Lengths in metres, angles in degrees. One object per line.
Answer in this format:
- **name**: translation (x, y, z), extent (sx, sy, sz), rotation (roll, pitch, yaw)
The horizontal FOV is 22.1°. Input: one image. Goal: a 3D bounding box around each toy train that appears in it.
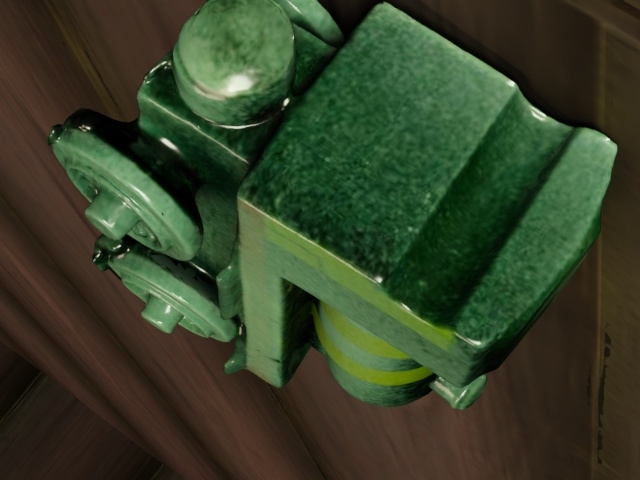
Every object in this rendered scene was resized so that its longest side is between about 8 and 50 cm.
- **toy train**: translation (0.000, -0.001, 0.469), extent (0.132, 0.083, 0.200), rotation (33, 167, 9)
